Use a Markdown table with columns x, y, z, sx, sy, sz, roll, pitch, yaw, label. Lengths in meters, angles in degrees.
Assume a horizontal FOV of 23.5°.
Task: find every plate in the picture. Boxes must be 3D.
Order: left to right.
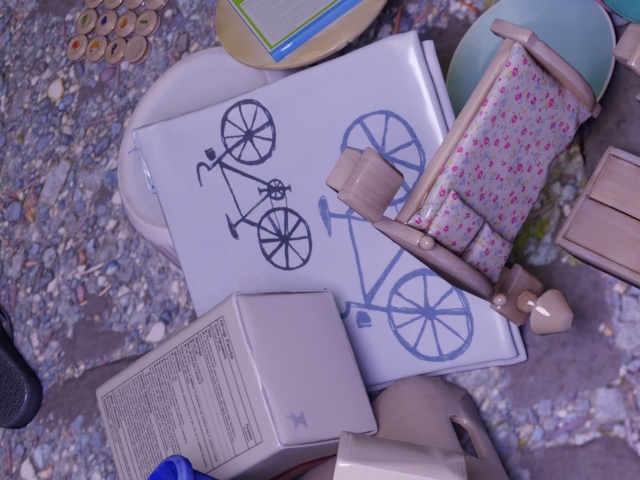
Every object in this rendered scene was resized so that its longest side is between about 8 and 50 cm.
| x | y | z | sx | sy | sz | roll | pitch | yaw | label |
| --- | --- | --- | --- | --- | --- | --- | --- | --- | --- |
| 0.209 | -0.165 | 1.519 | 0.188 | 0.024 | 0.188 | -17 | 60 | 32 | plate |

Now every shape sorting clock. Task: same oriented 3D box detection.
| x | y | z | sx | sy | sz | roll | pitch | yaw | label |
| --- | --- | --- | --- | --- | --- | --- | --- | --- | --- |
| -0.015 | -0.258 | 1.598 | 0.206 | 0.040 | 0.206 | -12 | 56 | 19 | shape sorting clock |

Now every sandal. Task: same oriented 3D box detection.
| x | y | z | sx | sy | sz | roll | pitch | yaw | label |
| --- | --- | --- | --- | --- | --- | --- | --- | --- | --- |
| -0.400 | 0.124 | 1.836 | 0.097 | 0.054 | 0.254 | -46 | 59 | 20 | sandal |

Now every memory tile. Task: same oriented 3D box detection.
| x | y | z | sx | sy | sz | roll | pitch | yaw | label |
| --- | --- | --- | --- | --- | --- | --- | --- | --- | --- |
| -0.256 | -0.273 | 1.931 | 0.148 | 0.012 | 0.113 | 8 | 75 | 39 | memory tile |

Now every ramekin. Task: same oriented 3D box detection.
| x | y | z | sx | sy | sz | roll | pitch | yaw | label |
| --- | --- | --- | --- | --- | --- | --- | --- | --- | --- |
| -0.097 | -0.086 | 1.645 | 0.273 | 0.127 | 0.272 | -16 | 60 | 30 | ramekin |

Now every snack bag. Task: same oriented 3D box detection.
| x | y | z | sx | sy | sz | roll | pitch | yaw | label |
| --- | --- | --- | --- | --- | --- | --- | --- | --- | --- |
| 0.000 | 0.000 | 1.480 | 0.343 | 0.037 | 0.323 | -16 | 95 | 29 | snack bag |

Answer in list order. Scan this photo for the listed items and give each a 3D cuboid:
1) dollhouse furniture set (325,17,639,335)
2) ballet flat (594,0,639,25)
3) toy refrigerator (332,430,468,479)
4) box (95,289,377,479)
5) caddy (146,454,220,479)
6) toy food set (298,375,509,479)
| x | y | z | sx | sy | sz | roll | pitch | yaw | label |
| --- | --- | --- | --- | --- | --- | --- | --- | --- | --- |
| 0.227 | -0.074 | 1.241 | 0.174 | 0.355 | 0.303 | 29 | 87 | 41 | dollhouse furniture set |
| 0.281 | -0.258 | 1.469 | 0.221 | 0.079 | 0.076 | 28 | 117 | 37 | ballet flat |
| 0.040 | 0.294 | 1.202 | 0.102 | 0.094 | 0.269 | 10 | 99 | 2 | toy refrigerator |
| -0.083 | 0.158 | 1.434 | 0.232 | 0.127 | 0.148 | -34 | 67 | 40 | box |
| -0.145 | 0.327 | 1.291 | 0.341 | 0.179 | 0.241 | 128 | 159 | -48 | caddy |
| 0.038 | 0.280 | 1.367 | 0.306 | 0.092 | 0.219 | -48 | 20 | 12 | toy food set |
